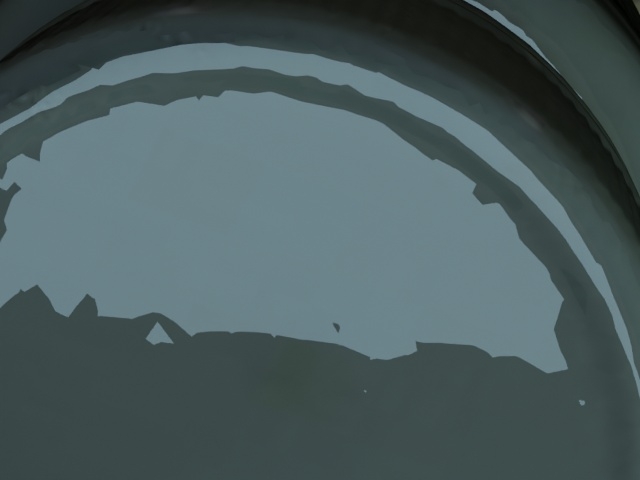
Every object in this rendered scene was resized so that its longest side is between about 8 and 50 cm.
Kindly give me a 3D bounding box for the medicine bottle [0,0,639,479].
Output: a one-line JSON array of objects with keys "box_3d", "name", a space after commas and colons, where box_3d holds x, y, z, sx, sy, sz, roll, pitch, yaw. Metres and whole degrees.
[{"box_3d": [0.000, 0.000, 0.543, 0.208, 0.340, 0.208, 1, 104, 5], "name": "medicine bottle"}]
